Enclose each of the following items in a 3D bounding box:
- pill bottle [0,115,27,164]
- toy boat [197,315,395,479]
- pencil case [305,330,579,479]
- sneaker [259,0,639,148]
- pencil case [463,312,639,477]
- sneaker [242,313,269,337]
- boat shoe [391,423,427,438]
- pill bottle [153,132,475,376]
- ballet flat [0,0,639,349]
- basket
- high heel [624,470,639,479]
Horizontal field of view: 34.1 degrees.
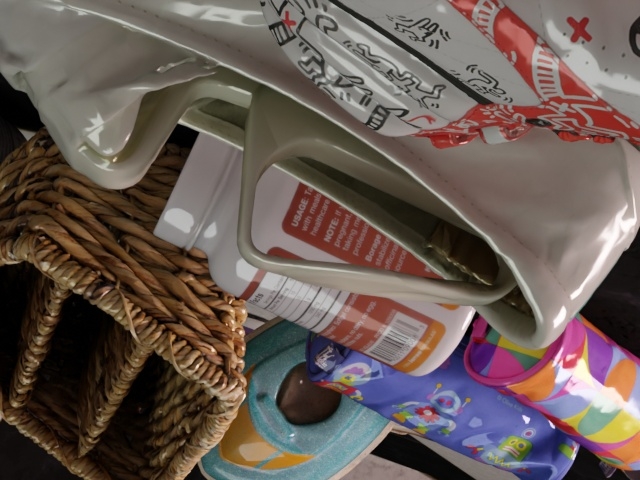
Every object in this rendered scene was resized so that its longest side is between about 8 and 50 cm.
[{"bbox_3d":[-0.393,-0.098,0.896,0.161,0.161,0.283,15,164,29],"label":"pill bottle"},{"bbox_3d":[-0.074,0.136,1.163,0.318,0.267,0.148,49,-171,8],"label":"toy boat"},{"bbox_3d":[0.132,0.144,1.065,0.306,0.119,0.133,27,143,-14],"label":"pencil case"},{"bbox_3d":[0.104,-0.069,0.362,0.270,0.090,0.145,24,162,-5],"label":"sneaker"},{"bbox_3d":[0.218,0.120,0.887,0.104,0.104,0.236,8,158,47],"label":"pencil case"},{"bbox_3d":[-0.185,0.155,1.576,0.283,0.124,0.107,16,164,26],"label":"sneaker"},{"bbox_3d":[0.083,0.180,1.274,0.324,0.123,0.116,20,168,16],"label":"boat shoe"},{"bbox_3d":[0.000,0.000,0.730,0.216,0.121,0.121,26,166,-9],"label":"pill bottle"},{"bbox_3d":[-0.037,-0.063,0.486,0.400,0.139,0.139,24,166,-4],"label":"ballet flat"},{"bbox_3d":[-0.199,0.077,0.864,0.213,0.223,0.299,11,148,-21],"label":"basket"},{"bbox_3d":[0.432,0.220,1.007,0.261,0.093,0.186,7,178,24],"label":"high heel"}]
